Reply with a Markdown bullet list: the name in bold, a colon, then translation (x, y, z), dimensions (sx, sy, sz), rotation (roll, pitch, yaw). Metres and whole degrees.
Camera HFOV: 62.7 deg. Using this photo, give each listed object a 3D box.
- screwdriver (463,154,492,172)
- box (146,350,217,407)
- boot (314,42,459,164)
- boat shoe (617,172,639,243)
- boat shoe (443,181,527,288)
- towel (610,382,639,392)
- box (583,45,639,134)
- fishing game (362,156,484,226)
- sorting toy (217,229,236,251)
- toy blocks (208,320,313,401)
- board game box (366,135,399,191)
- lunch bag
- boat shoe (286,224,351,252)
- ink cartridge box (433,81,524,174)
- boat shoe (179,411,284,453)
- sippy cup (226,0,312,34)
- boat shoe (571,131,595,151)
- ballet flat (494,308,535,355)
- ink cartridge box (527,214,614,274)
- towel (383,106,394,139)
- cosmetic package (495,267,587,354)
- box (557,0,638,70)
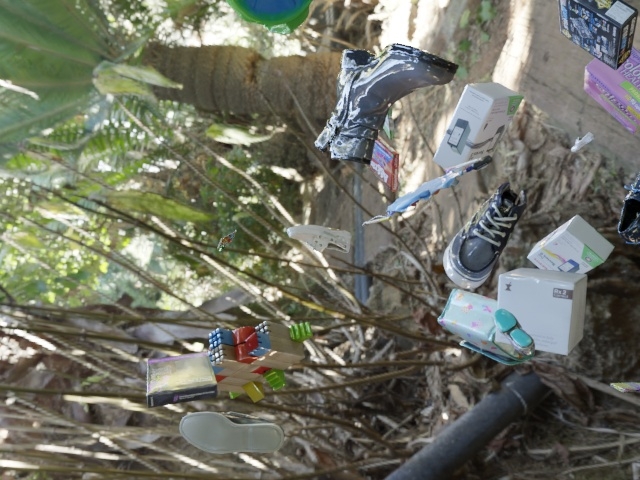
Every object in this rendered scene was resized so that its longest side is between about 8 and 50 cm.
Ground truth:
- **screwdriver**: translation (0.363, -0.173, 1.356), dimensions (0.024, 0.170, 0.025), rotation (64, -174, 13)
- **box**: translation (-0.253, 0.247, 0.948), dimensions (0.162, 0.116, 0.029), rotation (-156, 63, -71)
- **boot**: translation (0.116, -0.246, 1.009), dimensions (0.338, 0.118, 0.222), rotation (31, 106, 63)
- **boat shoe**: translation (1.013, -0.118, 1.658), dimensions (0.109, 0.089, 0.258), rotation (-7, 61, 60)
- **boat shoe**: translation (0.424, -0.027, 1.334), dimensions (0.340, 0.127, 0.158), rotation (-50, -12, -47)
- **towel**: translation (0.782, 0.369, 1.321), dimensions (0.060, 0.083, 0.009), rotation (-175, 83, -85)
- **box**: translation (0.888, -0.440, 1.521), dimensions (0.117, 0.213, 0.243), rotation (-44, -17, 18)
- **fishing game**: translation (0.226, -0.097, 1.123), dimensions (0.041, 0.264, 0.189), rotation (60, 159, -7)
- **sorting toy**: translation (-0.279, 0.005, 1.564), dimensions (0.062, 0.012, 0.083), rotation (-36, -9, -34)
- **toy blocks**: translation (-0.243, 0.348, 1.580), dimensions (0.381, 0.261, 0.190), rotation (-35, 52, 27)
- **board game box**: translation (0.186, -0.299, 1.805), dimensions (0.281, 0.027, 0.145), rotation (-127, 22, -45)
- **lunch bag**: translation (0.546, 0.289, 1.696), dimensions (0.223, 0.262, 0.160), rotation (17, 72, 52)
- **boat shoe**: translation (0.000, 0.000, 2.087), dimensions (0.098, 0.277, 0.096), rotation (148, 125, -62)
- **ink cartridge box**: translation (0.508, -0.361, 1.706), dimensions (0.115, 0.198, 0.272), rotation (42, 131, 29)
- **boat shoe**: translation (-0.174, 0.380, 1.047), dimensions (0.065, 0.206, 0.075), rotation (97, 180, -83)
- **sippy cup**: translation (-0.143, -0.561, 1.016), dimensions (0.224, 0.240, 0.305), rotation (40, 134, 40)
- **boat shoe**: translation (0.939, -0.357, 1.894), dimensions (0.035, 0.035, 0.100), rotation (-41, -3, -28)
- **ballet flat**: translation (0.347, 0.168, 0.944), dimensions (0.114, 0.041, 0.041), rotation (-111, 36, -62)
- **ink cartridge box**: translation (0.818, 0.038, 1.732), dimensions (0.093, 0.154, 0.212), rotation (-42, -9, -28)
- **towel**: translation (0.170, -0.357, 1.392), dimensions (0.152, 0.023, 0.113), rotation (74, 178, -50)
- **cosmetic package**: translation (0.489, 0.148, 1.159), dimensions (0.151, 0.184, 0.151), rotation (6, 96, 35)
- **box**: translation (0.639, -0.504, 1.223), dimensions (0.051, 0.220, 0.175), rotation (-47, 65, 13)
